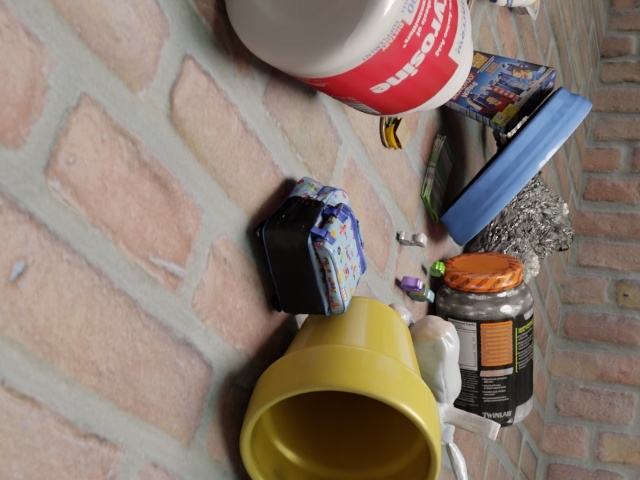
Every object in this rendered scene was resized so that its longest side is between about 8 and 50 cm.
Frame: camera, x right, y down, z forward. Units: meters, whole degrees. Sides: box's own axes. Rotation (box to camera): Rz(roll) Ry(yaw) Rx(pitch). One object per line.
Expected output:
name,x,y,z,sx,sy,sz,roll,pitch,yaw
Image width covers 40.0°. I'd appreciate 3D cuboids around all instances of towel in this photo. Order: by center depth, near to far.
towel,0.245,-0.127,1.813,0.113,0.023,0.152,53,48,-54

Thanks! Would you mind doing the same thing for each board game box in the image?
board game box,0.349,-0.313,1.811,0.194,0.194,0.060,-45,149,-24

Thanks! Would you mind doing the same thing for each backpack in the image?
backpack,0.000,0.000,1.204,0.173,0.116,0.158,-59,145,-49

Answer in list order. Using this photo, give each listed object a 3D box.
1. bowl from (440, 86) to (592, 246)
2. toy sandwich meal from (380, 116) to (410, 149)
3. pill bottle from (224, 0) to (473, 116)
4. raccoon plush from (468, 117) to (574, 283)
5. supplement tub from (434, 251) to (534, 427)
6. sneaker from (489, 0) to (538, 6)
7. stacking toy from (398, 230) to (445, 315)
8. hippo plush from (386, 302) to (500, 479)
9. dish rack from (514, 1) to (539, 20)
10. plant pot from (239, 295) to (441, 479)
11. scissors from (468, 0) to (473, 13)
bowl,0.391,-0.155,1.803,0.391,0.077,0.391,-47,176,-4
toy sandwich meal,0.133,-0.198,1.553,0.085,0.029,0.086,4,90,-65
pill bottle,0.066,-0.292,1.163,0.407,0.228,0.229,8,87,-65
raccoon plush,0.401,-0.077,2.054,0.299,0.216,0.447,-22,88,-49
supplement tub,0.347,0.208,1.868,0.207,0.207,0.338,-35,125,-59
sneaker,0.409,-0.670,1.974,0.130,0.112,0.297,-12,84,-20
stacking toy,0.182,0.096,1.689,0.221,0.052,0.167,45,55,-60
hippo plush,0.165,0.205,1.427,0.234,0.294,0.236,-69,167,17
dish rack,0.497,-0.742,2.196,0.285,0.072,0.333,17,78,-64
plant pot,0.037,0.208,1.191,0.239,0.253,0.254,-77,158,-55
scissors,0.300,-0.432,1.883,0.109,0.021,0.297,37,63,-59
